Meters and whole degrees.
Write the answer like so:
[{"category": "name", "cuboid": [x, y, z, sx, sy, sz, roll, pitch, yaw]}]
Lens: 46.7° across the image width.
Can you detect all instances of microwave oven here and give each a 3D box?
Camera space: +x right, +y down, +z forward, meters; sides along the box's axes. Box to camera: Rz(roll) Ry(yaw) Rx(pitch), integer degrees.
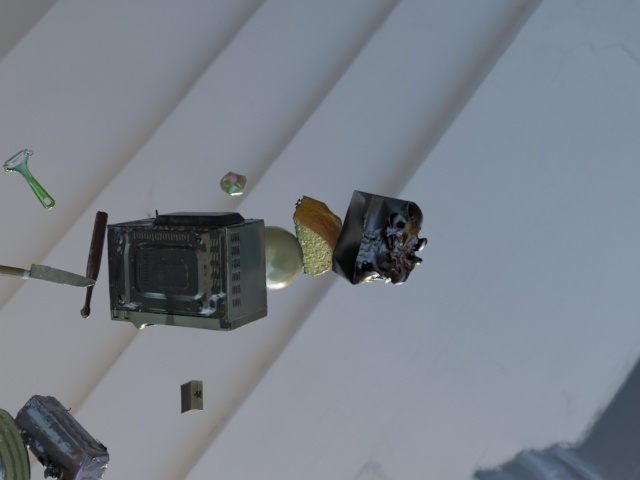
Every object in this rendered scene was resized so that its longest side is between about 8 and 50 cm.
[{"category": "microwave oven", "cuboid": [-0.337, 0.074, 1.843, 0.354, 0.287, 0.218, 3, -172, 24]}]

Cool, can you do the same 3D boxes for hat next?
[{"category": "hat", "cuboid": [-0.781, 0.523, 1.732, 0.110, 0.252, 0.252, -9, -153, -45]}]

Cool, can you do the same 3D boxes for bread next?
[{"category": "bread", "cuboid": [0.007, -0.004, 2.221, 0.134, 0.129, 0.260, 2, 126, 23]}]

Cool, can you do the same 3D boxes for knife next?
[{"category": "knife", "cuboid": [-0.670, 0.074, 1.735, 0.297, 0.047, 0.017, 13, 136, -28]}, {"category": "knife", "cuboid": [-0.685, -0.142, 1.772, 0.022, 0.078, 0.166, 36, 158, 42]}]

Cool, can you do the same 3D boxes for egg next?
[{"category": "egg", "cuboid": [-0.143, 0.050, 2.106, 0.186, 0.186, 0.241, 36, -173, 5]}]

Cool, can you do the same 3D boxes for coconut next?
[{"category": "coconut", "cuboid": [-0.286, -0.183, 2.423, 0.082, 0.081, 0.083, 17, 150, 4]}]

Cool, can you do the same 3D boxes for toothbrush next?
[{"category": "toothbrush", "cuboid": [-0.661, 0.066, 2.163, 0.040, 0.364, 0.041, -1, 145, -1]}]

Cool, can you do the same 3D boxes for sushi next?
[{"category": "sushi", "cuboid": [0.163, 0.000, 1.917, 0.212, 0.227, 0.215, 11, -175, -16]}]

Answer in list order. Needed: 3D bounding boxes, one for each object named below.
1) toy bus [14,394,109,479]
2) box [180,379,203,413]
[{"category": "toy bus", "cuboid": [-0.695, 0.535, 1.972, 0.317, 0.138, 0.112, 31, -176, 33]}, {"category": "box", "cuboid": [-0.342, 0.418, 1.978, 0.035, 0.079, 0.083, 7, 157, -31]}]
